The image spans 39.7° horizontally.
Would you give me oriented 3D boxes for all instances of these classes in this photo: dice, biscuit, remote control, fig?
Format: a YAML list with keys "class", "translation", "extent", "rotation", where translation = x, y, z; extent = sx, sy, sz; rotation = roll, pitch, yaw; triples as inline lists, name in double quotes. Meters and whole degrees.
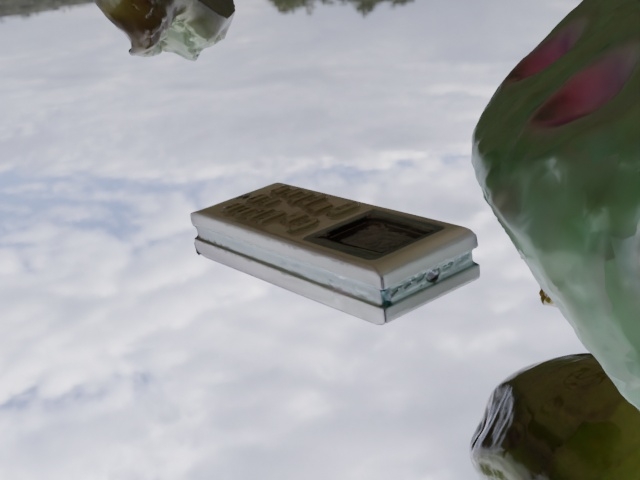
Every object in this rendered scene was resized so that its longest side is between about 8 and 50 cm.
- class: "dice"
  translation: [0.306, -0.036, 0.546]
  extent: [0.322, 0.318, 0.330]
  rotation: [-40, -168, 16]
- class: "biscuit"
  translation: [-0.186, -0.284, 0.929]
  extent: [0.078, 0.329, 0.335]
  rotation: [-36, -134, 14]
- class: "remote control"
  translation: [0.000, 0.000, 0.768]
  extent: [0.103, 0.055, 0.277]
  rotation: [-22, -157, -32]
- class: "fig"
  translation: [0.312, 0.236, 1.011]
  extent: [0.271, 0.239, 0.239]
  rotation: [-22, -156, -19]

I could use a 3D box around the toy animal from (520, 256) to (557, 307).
- class: "toy animal"
  translation: [0.438, 0.071, 1.442]
  extent: [0.230, 0.156, 0.156]
  rotation: [26, -161, -7]
